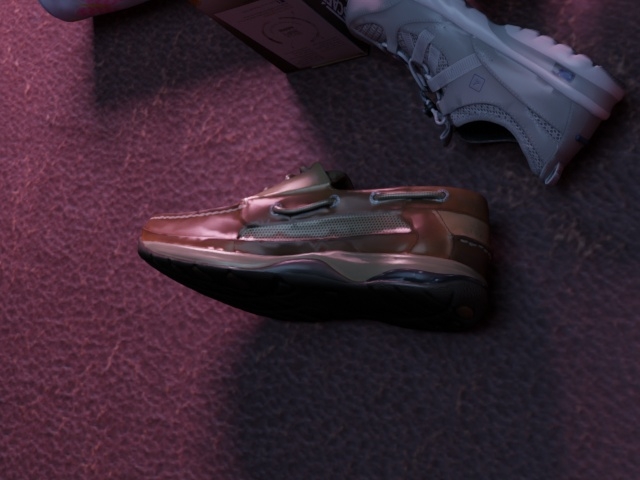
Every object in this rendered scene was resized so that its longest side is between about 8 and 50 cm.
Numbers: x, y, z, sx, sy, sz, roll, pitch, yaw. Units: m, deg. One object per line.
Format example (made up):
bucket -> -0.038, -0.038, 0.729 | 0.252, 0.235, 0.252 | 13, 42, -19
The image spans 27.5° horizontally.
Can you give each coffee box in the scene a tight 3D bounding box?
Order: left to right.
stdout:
coffee box -> -0.057, -0.268, 1.175 | 0.098, 0.246, 0.141 | -10, 66, 31

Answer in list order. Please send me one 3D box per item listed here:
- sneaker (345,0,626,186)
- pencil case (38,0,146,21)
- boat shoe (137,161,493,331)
sneaker -> 0.113, -0.140, 1.105 | 0.281, 0.105, 0.115 | 32, 96, 40
pencil case -> -0.177, -0.309, 1.347 | 0.273, 0.124, 0.114 | -11, 66, 30
boat shoe -> 0.000, 0.000, 1.123 | 0.323, 0.122, 0.120 | 5, 69, 26
